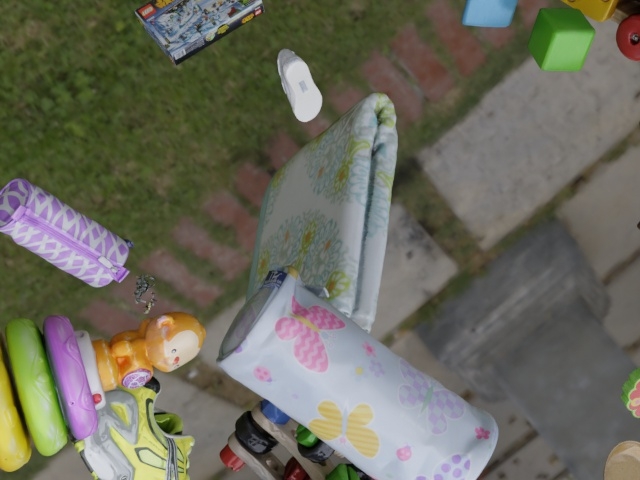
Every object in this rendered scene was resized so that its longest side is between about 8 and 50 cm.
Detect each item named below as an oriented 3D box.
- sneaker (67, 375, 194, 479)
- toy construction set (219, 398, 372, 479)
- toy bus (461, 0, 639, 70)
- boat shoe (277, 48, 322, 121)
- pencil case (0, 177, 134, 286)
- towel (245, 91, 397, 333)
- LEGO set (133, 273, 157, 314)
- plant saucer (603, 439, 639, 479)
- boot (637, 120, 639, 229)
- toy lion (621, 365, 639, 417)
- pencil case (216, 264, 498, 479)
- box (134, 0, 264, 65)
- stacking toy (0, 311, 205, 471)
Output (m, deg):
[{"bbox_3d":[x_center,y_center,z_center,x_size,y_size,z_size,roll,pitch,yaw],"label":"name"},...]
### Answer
[{"bbox_3d":[-0.235,0.338,1.653,0.147,0.145,0.384,-33,134,-13],"label":"sneaker"},{"bbox_3d":[-0.014,0.360,1.360,0.237,0.257,0.308,34,86,-27],"label":"toy construction set"},{"bbox_3d":[0.190,-0.186,0.684,0.202,0.191,0.104,8,131,-6],"label":"toy bus"},{"bbox_3d":[-0.048,-0.312,2.313,0.066,0.063,0.184,-32,146,-1],"label":"boat shoe"},{"bbox_3d":[-0.356,-0.005,1.583,0.086,0.088,0.206,-51,131,5],"label":"pencil case"},{"bbox_3d":[0.000,0.000,1.740,0.090,0.374,0.320,20,153,-25],"label":"towel"},{"bbox_3d":[-0.276,0.078,1.784,0.023,0.083,0.054,23,95,-29],"label":"LEGO set"},{"bbox_3d":[0.302,0.237,1.117,0.083,0.083,0.015,-11,169,-34],"label":"plant saucer"},{"bbox_3d":[0.342,-0.051,1.156,0.037,0.106,0.114,-24,144,-48],"label":"boot"},{"bbox_3d":[0.340,0.138,1.098,0.100,0.034,0.096,-38,124,13],"label":"toy lion"},{"bbox_3d":[0.035,0.139,1.079,0.113,0.273,0.124,-48,-171,31],"label":"pencil case"},{"bbox_3d":[-0.154,-0.291,1.462,0.137,0.094,0.027,-33,152,-11],"label":"box"},{"bbox_3d":[-0.239,0.120,0.944,0.302,0.165,0.175,-15,136,-13],"label":"stacking toy"}]
